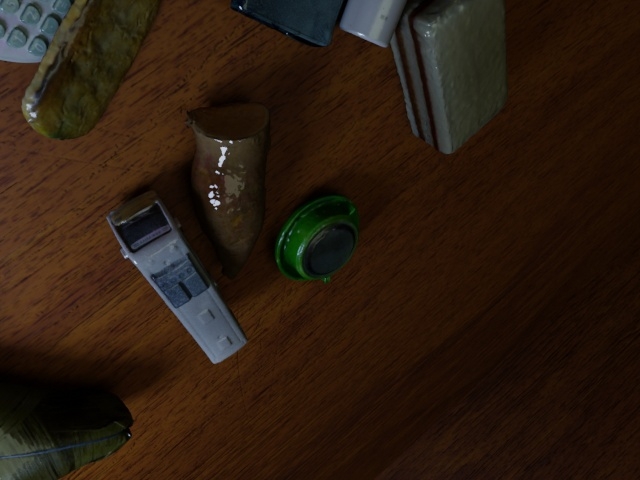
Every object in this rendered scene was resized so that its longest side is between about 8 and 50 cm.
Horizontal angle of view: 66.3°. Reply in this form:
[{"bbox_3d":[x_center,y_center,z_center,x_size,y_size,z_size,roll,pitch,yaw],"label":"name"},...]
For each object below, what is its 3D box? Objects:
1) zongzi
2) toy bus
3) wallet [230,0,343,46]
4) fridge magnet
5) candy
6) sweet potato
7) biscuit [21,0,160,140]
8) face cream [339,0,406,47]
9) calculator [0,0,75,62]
[{"bbox_3d":[-0.476,0.270,0.812,0.286,0.138,0.300,-19,116,-38],"label":"zongzi"},{"bbox_3d":[-0.233,0.078,0.840,0.097,0.138,0.343,-32,139,-13],"label":"toy bus"},{"bbox_3d":[0.008,-0.474,0.671,0.190,0.046,0.379,3,119,-43],"label":"wallet"},{"bbox_3d":[0.000,0.000,1.014,0.207,0.088,0.208,-23,134,-25],"label":"fridge magnet"},{"bbox_3d":[0.246,-0.337,0.920,0.179,0.135,0.321,-38,139,-8],"label":"candy"},{"bbox_3d":[-0.151,-0.057,0.816,0.131,0.131,0.337,-15,129,-31],"label":"sweet potato"},{"bbox_3d":[-0.279,-0.233,0.607,0.247,0.029,0.118,-55,171,9],"label":"biscuit"},{"bbox_3d":[0.124,-0.464,0.746,0.092,0.092,0.312,1,120,-41],"label":"face cream"},{"bbox_3d":[-0.376,-0.298,0.489,0.184,0.042,0.295,-53,142,8],"label":"calculator"}]
